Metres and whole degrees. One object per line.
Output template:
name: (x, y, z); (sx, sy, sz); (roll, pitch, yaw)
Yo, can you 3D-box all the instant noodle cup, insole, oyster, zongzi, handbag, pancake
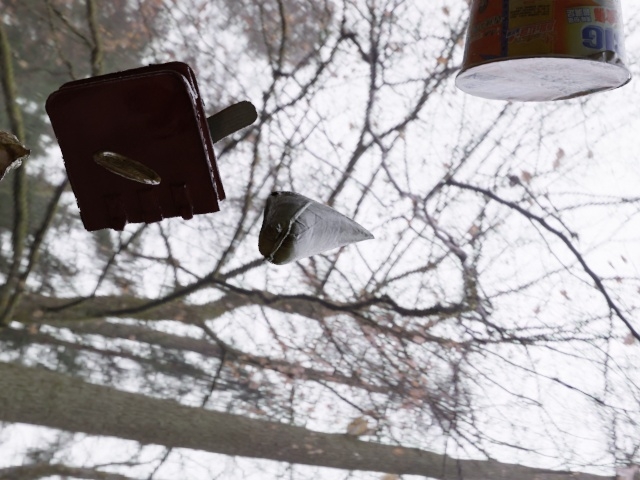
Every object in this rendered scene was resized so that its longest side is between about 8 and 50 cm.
instant noodle cup: (0.370, -0.368, 1.386); (0.296, 0.296, 0.214); (0, -94, 31)
insole: (-0.198, -0.197, 1.469); (0.188, 0.064, 0.004); (-22, -162, 11)
oyster: (-0.595, -0.132, 1.437); (0.133, 0.072, 0.209); (50, -60, 5)
zongzi: (0.000, 0.000, 0.756); (0.104, 0.113, 0.052); (-86, -162, -63)
handbag: (-0.317, -0.156, 1.431); (0.260, 0.275, 0.084); (-11, -154, 3)
pancake: (-0.298, -0.113, 1.278); (0.115, 0.115, 0.011); (36, -74, 34)
